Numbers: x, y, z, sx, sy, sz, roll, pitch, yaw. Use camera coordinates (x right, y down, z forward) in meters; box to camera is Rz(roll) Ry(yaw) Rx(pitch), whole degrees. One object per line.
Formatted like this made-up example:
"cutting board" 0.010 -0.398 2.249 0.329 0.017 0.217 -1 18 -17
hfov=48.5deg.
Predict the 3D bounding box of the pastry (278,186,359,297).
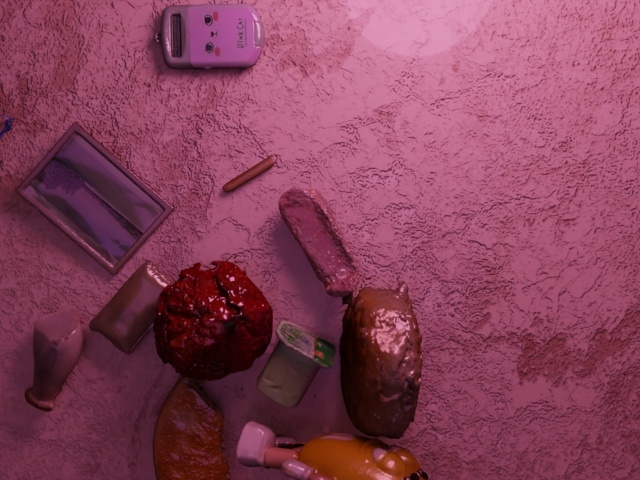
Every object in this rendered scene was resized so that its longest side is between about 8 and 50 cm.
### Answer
"pastry" 0.005 0.002 1.564 0.103 0.112 0.265 -27 82 15

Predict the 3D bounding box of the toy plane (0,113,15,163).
"toy plane" -0.745 -0.207 1.600 0.062 0.054 0.167 42 96 24

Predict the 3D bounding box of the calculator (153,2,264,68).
"calculator" -0.245 -0.447 1.563 0.246 0.045 0.141 1 94 3

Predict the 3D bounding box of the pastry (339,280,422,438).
"pastry" 0.120 0.254 1.480 0.136 0.329 0.330 2 95 -8

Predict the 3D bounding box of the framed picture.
"framed picture" -0.506 -0.092 1.599 0.289 0.016 0.213 42 95 -8

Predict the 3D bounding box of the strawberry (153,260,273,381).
"strawberry" -0.232 0.179 1.528 0.274 0.220 0.274 0 95 -2

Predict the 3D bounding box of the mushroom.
"mushroom" -0.604 0.278 1.619 0.116 0.093 0.225 14 105 16

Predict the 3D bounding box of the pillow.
"pillow" -0.421 0.157 1.614 0.119 0.053 0.208 40 91 -5

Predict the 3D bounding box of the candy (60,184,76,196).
"candy" -0.574 -0.117 1.612 0.083 0.020 0.030 34 103 -5

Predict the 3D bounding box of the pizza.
"pizza" -0.294 0.475 1.627 0.182 0.074 0.365 0 94 4

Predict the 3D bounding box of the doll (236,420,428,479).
"doll" 0.034 0.472 1.480 0.423 0.348 0.161 8 87 1

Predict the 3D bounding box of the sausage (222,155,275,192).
"sausage" -0.162 -0.146 1.595 0.132 0.024 0.024 -32 93 3

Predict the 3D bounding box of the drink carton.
"drink carton" -0.065 0.279 1.575 0.144 0.146 0.142 31 103 0
